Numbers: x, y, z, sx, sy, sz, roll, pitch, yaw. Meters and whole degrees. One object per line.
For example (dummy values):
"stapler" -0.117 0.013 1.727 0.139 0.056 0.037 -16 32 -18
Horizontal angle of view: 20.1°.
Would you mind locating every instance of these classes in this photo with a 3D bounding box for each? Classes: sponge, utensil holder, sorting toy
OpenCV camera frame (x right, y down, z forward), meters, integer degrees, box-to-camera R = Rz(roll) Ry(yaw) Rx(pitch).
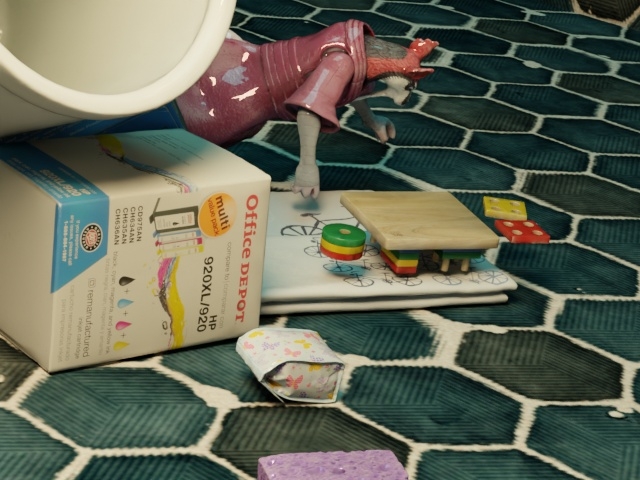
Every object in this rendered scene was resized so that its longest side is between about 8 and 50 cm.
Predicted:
"sponge" 0.035 0.224 1.397 0.117 0.031 0.210 0 22 -19
"utensil holder" -0.315 -0.250 1.672 0.327 0.328 0.385 -11 2 -41
"sorting toy" 0.111 -0.008 1.935 0.274 0.046 0.132 -1 24 -23

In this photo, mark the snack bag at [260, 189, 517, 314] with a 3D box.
"snack bag" 0.000 0.000 1.994 0.323 0.037 0.342 -2 22 -24

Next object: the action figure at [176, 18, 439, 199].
"action figure" -0.042 -0.197 2.127 0.370 0.276 0.248 -16 12 13

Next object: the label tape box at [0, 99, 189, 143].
"label tape box" -0.288 -0.159 1.947 0.240 0.106 0.334 -25 43 1

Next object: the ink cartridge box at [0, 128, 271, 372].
"ink cartridge box" -0.190 0.002 1.719 0.232 0.171 0.168 -9 25 -36

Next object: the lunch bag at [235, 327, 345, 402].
"lunch bag" -0.031 0.114 1.647 0.083 0.053 0.071 7 20 -30
